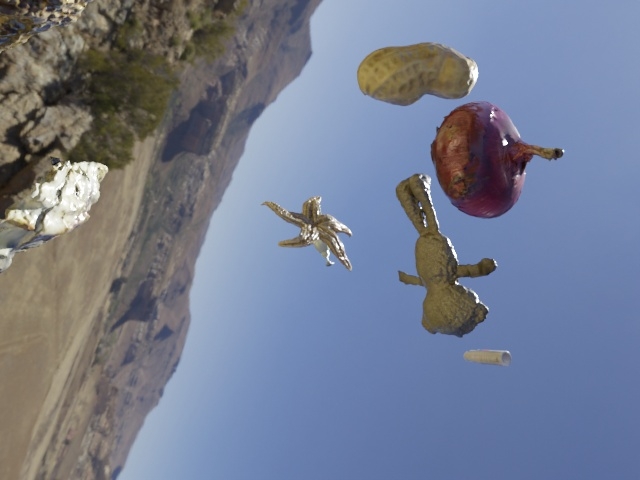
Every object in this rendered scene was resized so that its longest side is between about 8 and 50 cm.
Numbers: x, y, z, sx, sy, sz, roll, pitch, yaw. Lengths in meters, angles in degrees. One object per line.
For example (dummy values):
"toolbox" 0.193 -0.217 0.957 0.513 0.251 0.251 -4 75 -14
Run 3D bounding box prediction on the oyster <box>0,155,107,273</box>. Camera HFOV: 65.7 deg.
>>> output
"oyster" -0.484 -0.031 0.862 0.201 0.107 0.354 -46 -168 52

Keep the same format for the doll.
"doll" 0.204 0.034 0.909 0.091 0.286 0.202 -16 153 -53

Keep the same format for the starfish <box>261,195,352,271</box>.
"starfish" -0.016 -0.035 1.243 0.062 0.277 0.235 -57 179 38

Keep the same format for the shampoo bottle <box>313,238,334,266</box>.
"shampoo bottle" 0.000 0.000 1.368 0.077 0.045 0.151 57 15 -76

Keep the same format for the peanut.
"peanut" 0.243 -0.411 1.226 0.147 0.306 0.147 170 -90 -83

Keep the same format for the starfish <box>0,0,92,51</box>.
"starfish" -0.464 -0.354 0.699 0.324 0.432 0.082 -21 93 -81

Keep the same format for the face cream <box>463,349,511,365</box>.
"face cream" 0.386 0.274 1.164 0.130 0.034 0.034 -21 -130 62

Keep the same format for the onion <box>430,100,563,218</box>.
"onion" 0.221 -0.104 0.602 0.140 0.150 0.150 -9 -119 54
